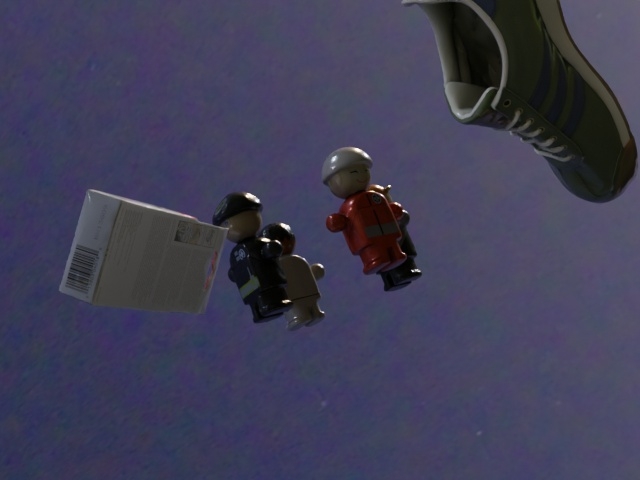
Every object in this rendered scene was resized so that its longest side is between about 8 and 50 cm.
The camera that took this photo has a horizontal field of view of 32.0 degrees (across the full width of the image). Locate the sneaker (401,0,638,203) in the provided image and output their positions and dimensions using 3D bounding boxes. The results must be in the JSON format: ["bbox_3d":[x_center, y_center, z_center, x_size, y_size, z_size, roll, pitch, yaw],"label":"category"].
[{"bbox_3d":[0.106,-0.084,0.621,0.086,0.064,0.192,-43,-62,-24],"label":"sneaker"}]

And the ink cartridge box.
[{"bbox_3d":[-0.104,0.010,0.679,0.115,0.029,0.063,15,-88,-62],"label":"ink cartridge box"}]

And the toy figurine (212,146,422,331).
[{"bbox_3d":[0.000,0.000,1.288,0.148,0.213,0.209,68,-169,14],"label":"toy figurine"}]
